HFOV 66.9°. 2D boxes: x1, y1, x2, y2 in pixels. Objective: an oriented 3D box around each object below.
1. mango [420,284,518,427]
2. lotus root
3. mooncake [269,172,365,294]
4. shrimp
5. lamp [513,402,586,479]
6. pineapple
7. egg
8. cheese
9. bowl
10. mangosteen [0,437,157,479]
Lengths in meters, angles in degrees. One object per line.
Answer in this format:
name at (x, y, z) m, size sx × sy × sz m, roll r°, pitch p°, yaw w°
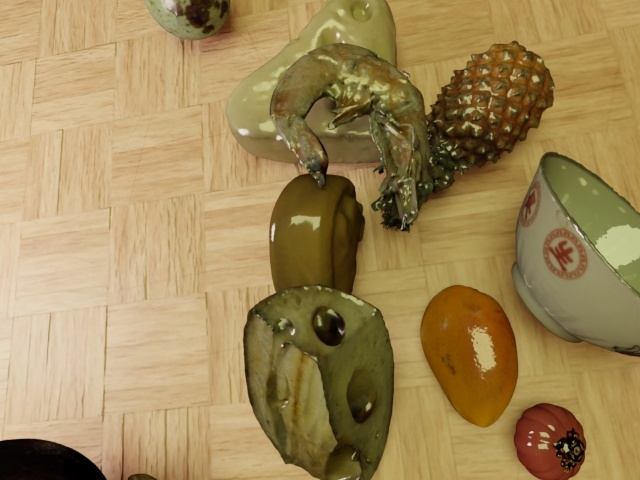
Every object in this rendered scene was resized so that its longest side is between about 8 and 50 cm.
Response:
mango at (0.229, 0.173, 0.748) m, size 0.141 × 0.102 × 0.217 m, roll -10°, pitch 71°, yaw 14°
lotus root at (0.004, 0.210, 0.725) m, size 0.210 × 0.314 × 0.142 m, roll 20°, pitch 37°, yaw 30°
mooncake at (0.000, 0.000, 0.774) m, size 0.117 × 0.235 × 0.235 m, roll 8°, pitch 76°, yaw 13°
shrimp at (0.057, -0.164, 0.732) m, size 0.246 × 0.085 × 0.360 m, roll -12°, pitch 65°, yaw -15°
lamp at (0.332, 0.292, 0.702) m, size 0.107 × 0.092 × 0.108 m, roll 3°, pitch 82°, yaw -24°
pineapple at (0.222, -0.164, 0.812) m, size 0.361 × 0.175 × 0.175 m, roll -44°, pitch 72°, yaw -4°
egg at (-0.281, -0.515, 0.997) m, size 0.169 × 0.169 × 0.231 m, roll -34°, pitch 63°, yaw 0°
cheese at (-0.015, -0.304, 0.907) m, size 0.328 × 0.129 × 0.351 m, roll -6°, pitch 76°, yaw 6°
bowl at (0.387, 0.044, 0.700) m, size 0.337 × 0.337 × 0.157 m, roll 55°, pitch 129°, yaw 18°
mangosteen at (-0.383, 0.469, 0.648) m, size 0.435 × 0.382 × 0.382 m, roll 7°, pitch 75°, yaw -6°
